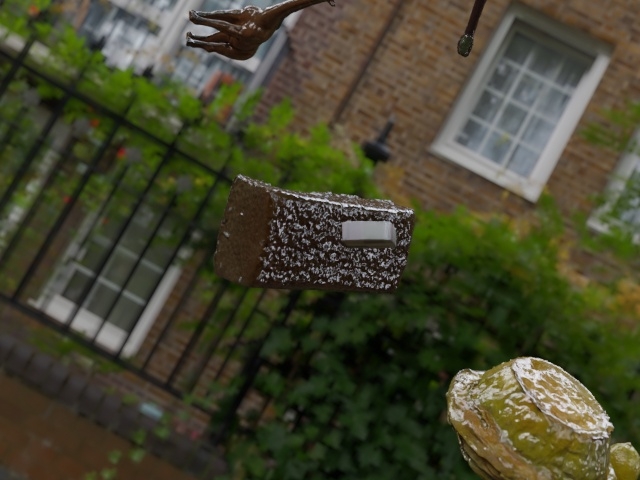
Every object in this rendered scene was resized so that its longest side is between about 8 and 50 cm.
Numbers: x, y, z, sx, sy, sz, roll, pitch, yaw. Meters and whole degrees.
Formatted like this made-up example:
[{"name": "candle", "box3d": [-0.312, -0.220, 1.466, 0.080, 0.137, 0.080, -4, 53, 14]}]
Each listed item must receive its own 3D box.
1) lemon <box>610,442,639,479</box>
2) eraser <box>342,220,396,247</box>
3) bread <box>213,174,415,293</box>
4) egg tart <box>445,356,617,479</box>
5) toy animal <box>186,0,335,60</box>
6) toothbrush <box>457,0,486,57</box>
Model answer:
[{"name": "lemon", "box3d": [0.443, 0.338, 1.931, 0.062, 0.083, 0.062, 24, 1, -1]}, {"name": "eraser", "box3d": [0.064, -0.007, 1.680, 0.065, 0.026, 0.105, -3, -6, 6]}, {"name": "bread", "box3d": [0.000, 0.000, 2.109, 0.113, 0.165, 0.416, 22, 9, 36]}, {"name": "egg tart", "box3d": [0.300, 0.251, 1.766, 0.288, 0.118, 0.288, 26, 22, -12]}, {"name": "toy animal", "box3d": [-0.101, -0.365, 2.136, 0.229, 0.066, 0.224, 3, -24, -10]}, {"name": "toothbrush", "box3d": [0.277, -0.456, 2.007, 0.041, 0.364, 0.041, 16, 21, -7]}]
